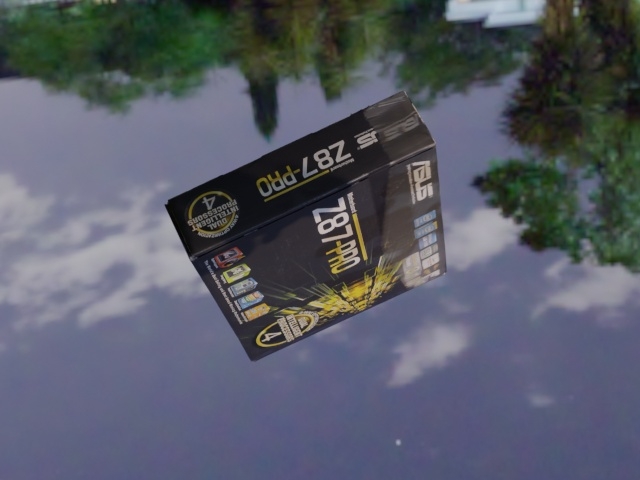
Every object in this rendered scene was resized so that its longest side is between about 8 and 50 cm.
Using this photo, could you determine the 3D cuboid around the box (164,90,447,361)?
[{"bbox_3d":[0.000,0.000,1.458,0.318,0.395,0.097,-26,-115,-5],"label":"box"}]
